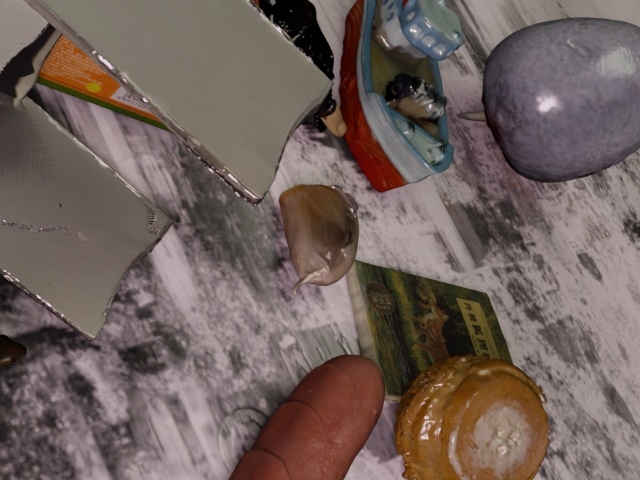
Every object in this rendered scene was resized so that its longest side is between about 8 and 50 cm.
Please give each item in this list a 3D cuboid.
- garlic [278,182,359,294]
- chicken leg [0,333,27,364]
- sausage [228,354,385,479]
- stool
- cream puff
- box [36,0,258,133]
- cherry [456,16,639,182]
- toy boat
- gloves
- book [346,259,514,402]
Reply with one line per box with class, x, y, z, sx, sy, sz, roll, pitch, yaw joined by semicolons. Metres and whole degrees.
garlic;0.000;0.005;0.961;0.084;0.066;0.152;1;53;-14
chicken leg;-0.357;0.018;0.524;0.361;0.140;0.211;42;19;-10
sausage;-0.040;0.215;0.738;0.088;0.088;0.433;48;37;-7
stool;-0.183;-0.103;0.703;0.270;0.244;0.170;42;40;-14
cream puff;0.141;0.184;0.912;0.165;0.115;0.150;42;69;-27
box;-0.178;-0.233;0.882;0.195;0.148;0.177;18;52;-36
cherry;0.339;-0.196;1.298;0.255;0.296;0.218;46;28;-60
toy boat;0.113;-0.198;1.165;0.145;0.133;0.331;28;45;-30
gloves;-0.025;-0.192;1.041;0.181;0.106;0.129;42;38;-9
book;0.129;0.111;1.037;0.228;0.024;0.160;14;50;-38
